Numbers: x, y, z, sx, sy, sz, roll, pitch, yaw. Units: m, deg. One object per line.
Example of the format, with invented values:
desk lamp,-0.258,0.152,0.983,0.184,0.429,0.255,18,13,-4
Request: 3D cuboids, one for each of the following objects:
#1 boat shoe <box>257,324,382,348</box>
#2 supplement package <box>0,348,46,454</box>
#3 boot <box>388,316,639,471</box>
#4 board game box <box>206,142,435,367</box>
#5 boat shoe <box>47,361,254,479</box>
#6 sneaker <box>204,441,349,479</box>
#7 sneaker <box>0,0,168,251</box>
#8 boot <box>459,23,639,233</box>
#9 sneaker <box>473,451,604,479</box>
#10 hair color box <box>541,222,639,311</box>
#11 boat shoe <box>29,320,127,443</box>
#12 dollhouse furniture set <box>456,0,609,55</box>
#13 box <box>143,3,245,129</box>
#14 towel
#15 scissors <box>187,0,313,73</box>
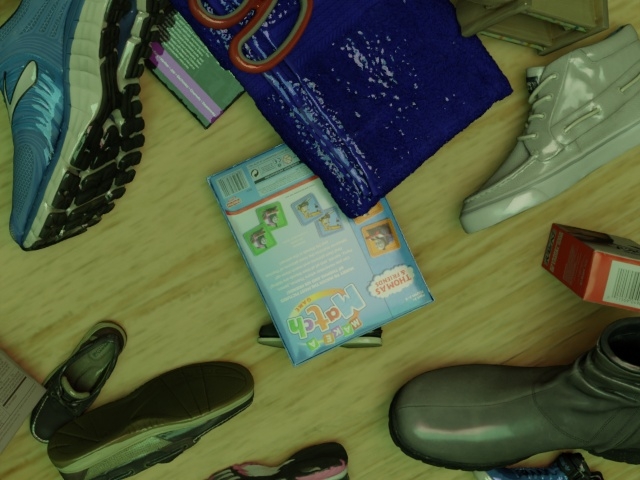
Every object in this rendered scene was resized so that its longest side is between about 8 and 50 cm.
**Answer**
boat shoe,-0.001,0.094,1.217,0.133,0.049,0.042,-3,77,3
supplement package,-0.449,0.157,1.113,0.262,0.198,0.199,44,104,-9
boot,0.247,0.139,1.140,0.338,0.223,0.118,-1,62,-10
board game box,0.000,0.000,1.177,0.160,0.039,0.212,-25,88,-3
boat shoe,-0.172,0.198,1.213,0.223,0.080,0.073,-22,130,-11
sneaker,-0.049,0.283,1.235,0.178,0.072,0.077,-14,111,5
sneaker,-0.253,-0.144,1.119,0.147,0.130,0.330,26,113,20
boot,0.232,-0.117,1.176,0.258,0.095,0.123,-31,94,-6
sneaker,0.243,0.255,1.247,0.152,0.058,0.085,30,103,-12
hair color box,0.289,0.027,1.155,0.093,0.167,0.053,12,98,-5
boat shoe,-0.260,0.152,1.208,0.056,0.049,0.152,32,97,-8
dollhouse furniture set,0.174,-0.282,1.113,0.181,0.101,0.161,7,76,-33
box,-0.097,-0.209,1.165,0.162,0.029,0.116,-43,99,5
towel,0.023,-0.202,1.120,0.227,0.076,0.308,-40,98,-11
scissors,-0.010,-0.290,1.077,0.109,0.021,0.297,37,77,-6
